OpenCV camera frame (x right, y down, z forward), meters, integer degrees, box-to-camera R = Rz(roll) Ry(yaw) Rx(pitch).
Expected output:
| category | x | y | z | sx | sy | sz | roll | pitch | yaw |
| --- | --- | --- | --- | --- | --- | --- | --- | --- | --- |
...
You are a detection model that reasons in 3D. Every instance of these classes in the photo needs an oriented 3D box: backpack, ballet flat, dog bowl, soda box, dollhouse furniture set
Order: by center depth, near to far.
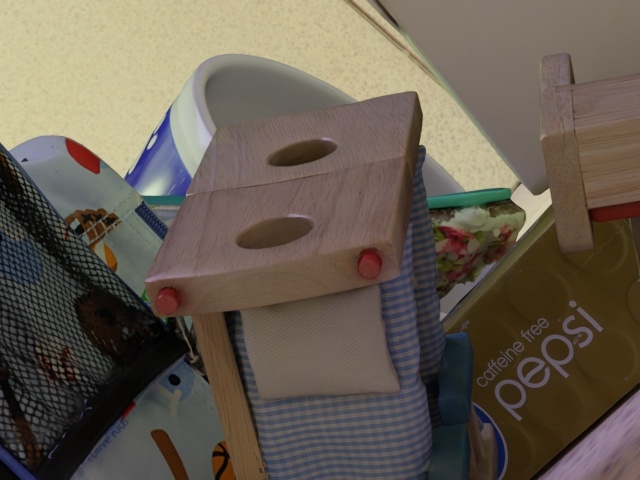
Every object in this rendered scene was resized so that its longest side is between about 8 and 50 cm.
| category | x | y | z | sx | sy | sz | roll | pitch | yaw |
| --- | --- | --- | --- | --- | --- | --- | --- | --- | --- |
| dollhouse furniture set | 0.064 | 0.030 | 0.498 | 0.183 | 0.129 | 0.129 | -10 | 21 | 11 |
| backpack | -0.120 | 0.113 | 0.635 | 0.276 | 0.263 | 0.213 | -41 | -3 | 42 |
| soda box | 0.074 | 0.042 | 0.647 | 0.181 | 0.061 | 0.058 | -50 | -3 | 38 |
| ballet flat | -0.032 | 0.017 | 0.723 | 0.091 | 0.241 | 0.077 | -13 | -78 | -66 |
| dog bowl | 0.000 | 0.000 | 1.176 | 0.104 | 0.265 | 0.265 | -52 | -3 | 23 |

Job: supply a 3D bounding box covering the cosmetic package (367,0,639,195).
| category | x | y | z | sx | sy | sz | roll | pitch | yaw |
| --- | --- | --- | --- | --- | --- | --- | --- | --- | --- |
| cosmetic package | 0.163 | -0.204 | 0.582 | 0.365 | 0.197 | 0.155 | -35 | 4 | 25 |
